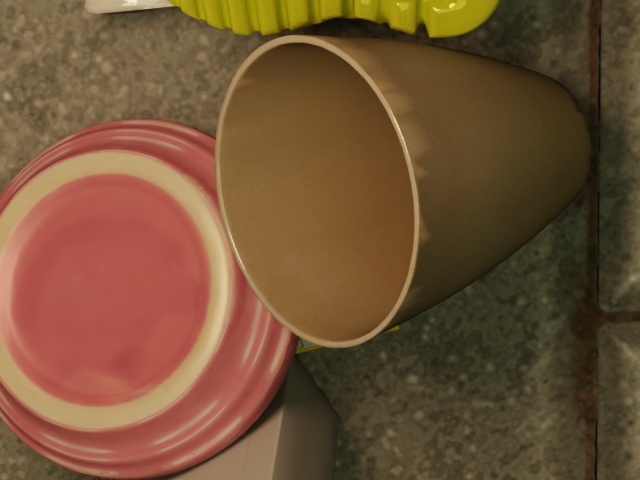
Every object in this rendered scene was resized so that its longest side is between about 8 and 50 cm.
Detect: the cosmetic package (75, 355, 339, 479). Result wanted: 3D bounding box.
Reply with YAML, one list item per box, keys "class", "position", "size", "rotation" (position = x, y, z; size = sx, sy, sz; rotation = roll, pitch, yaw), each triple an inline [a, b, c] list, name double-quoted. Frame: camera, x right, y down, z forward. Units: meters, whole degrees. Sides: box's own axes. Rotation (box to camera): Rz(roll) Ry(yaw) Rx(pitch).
- class: "cosmetic package"
  position: [-0.129, 0.274, 1.607]
  size: [0.284, 0.377, 0.097]
  rotation: [-30, 106, 12]

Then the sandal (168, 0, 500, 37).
- class: "sandal"
  position: [-0.004, -0.246, 1.521]
  size: [0.317, 0.138, 0.126]
  rotation: [9, 120, -1]

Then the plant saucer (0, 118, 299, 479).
- class: "plant saucer"
  position: [-0.182, 0.048, 1.612]
  size: [0.332, 0.084, 0.332]
  rotation: [-3, 80, 17]

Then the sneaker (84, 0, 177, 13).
- class: "sneaker"
  position: [-0.112, -0.255, 1.593]
  size: [0.212, 0.080, 0.094]
  rotation: [-4, 96, 7]

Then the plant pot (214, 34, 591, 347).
- class: "plant pot"
  position: [0.094, -0.061, 1.530]
  size: [0.274, 0.256, 0.257]
  rotation: [-13, 110, -39]

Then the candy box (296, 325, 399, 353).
- class: "candy box"
  position: [0.000, 0.000, 1.690]
  size: [0.105, 0.027, 0.206]
  rotation: [-12, 107, 11]
